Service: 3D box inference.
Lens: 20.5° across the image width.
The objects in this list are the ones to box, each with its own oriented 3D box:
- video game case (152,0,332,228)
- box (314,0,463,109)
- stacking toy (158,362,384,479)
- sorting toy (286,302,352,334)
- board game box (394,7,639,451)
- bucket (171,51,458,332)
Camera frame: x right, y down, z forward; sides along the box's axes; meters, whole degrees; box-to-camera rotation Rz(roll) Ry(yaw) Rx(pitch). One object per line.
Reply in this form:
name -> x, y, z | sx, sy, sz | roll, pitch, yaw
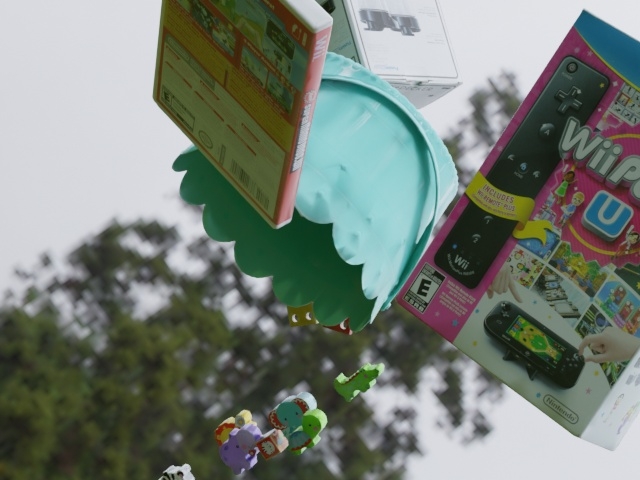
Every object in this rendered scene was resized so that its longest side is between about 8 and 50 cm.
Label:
video game case -> -0.080, -0.165, 1.647 | 0.204, 0.025, 0.285 | 47, -31, 23
box -> 0.056, -0.310, 2.196 | 0.087, 0.169, 0.290 | -30, -109, 45
stacking toy -> -0.053, 0.196, 1.829 | 0.221, 0.167, 0.052 | -31, -87, 28
sorting toy -> 0.000, 0.000, 2.400 | 0.132, 0.046, 0.275 | 19, -74, 32
board game box -> 0.237, -0.010, 1.503 | 0.224, 0.303, 0.097 | 37, 6, 33
bucket -> 0.002, -0.059, 1.906 | 0.281, 0.183, 0.281 | 34, -21, 15
